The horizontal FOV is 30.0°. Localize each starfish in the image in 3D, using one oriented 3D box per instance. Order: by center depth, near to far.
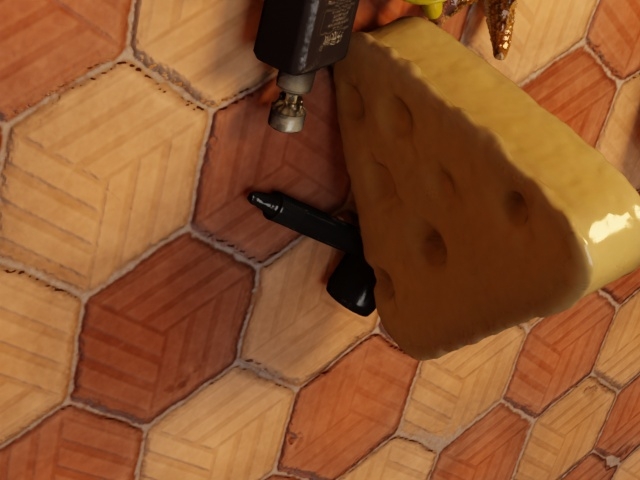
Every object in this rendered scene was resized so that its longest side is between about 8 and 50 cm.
[{"bbox_3d":[0.190,-0.309,1.293,0.216,0.071,0.238,-27,125,-18],"label":"starfish"}]

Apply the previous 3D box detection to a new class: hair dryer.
[{"bbox_3d":[0.000,0.000,1.365,0.255,0.070,0.128,21,105,-42],"label":"hair dryer"}]

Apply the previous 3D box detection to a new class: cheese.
[{"bbox_3d":[0.132,-0.067,1.242,0.104,0.384,0.384,-25,134,-29],"label":"cheese"}]

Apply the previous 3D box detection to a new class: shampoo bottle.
[{"bbox_3d":[-0.002,-0.247,1.143,0.098,0.071,0.309,-32,141,-55],"label":"shampoo bottle"}]

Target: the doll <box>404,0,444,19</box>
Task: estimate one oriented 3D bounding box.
[{"bbox_3d":[0.111,-0.315,1.157,0.099,0.135,0.241,-57,167,-31],"label":"doll"}]
